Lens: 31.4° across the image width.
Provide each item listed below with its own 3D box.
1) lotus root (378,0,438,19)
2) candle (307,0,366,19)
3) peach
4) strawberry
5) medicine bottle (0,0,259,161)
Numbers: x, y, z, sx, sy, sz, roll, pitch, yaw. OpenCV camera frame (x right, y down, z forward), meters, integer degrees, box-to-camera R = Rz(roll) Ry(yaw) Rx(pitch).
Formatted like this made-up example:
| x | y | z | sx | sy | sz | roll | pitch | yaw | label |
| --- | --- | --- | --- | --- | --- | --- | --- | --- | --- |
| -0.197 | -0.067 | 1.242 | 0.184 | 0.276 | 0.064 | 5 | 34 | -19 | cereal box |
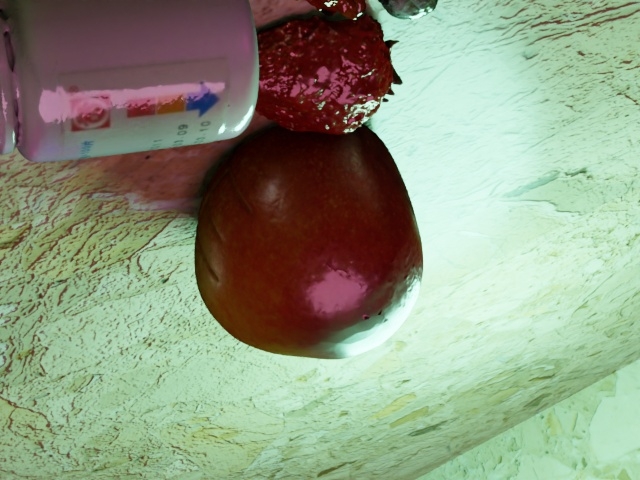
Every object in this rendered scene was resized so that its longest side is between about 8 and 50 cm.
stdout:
| x | y | z | sx | sy | sz | roll | pitch | yaw | label |
| --- | --- | --- | --- | --- | --- | --- | --- | --- | --- |
| 0.182 | -0.285 | 0.845 | 0.350 | 0.175 | 0.175 | -23 | 153 | 11 | lotus root |
| -0.062 | -0.243 | 0.880 | 0.302 | 0.084 | 0.059 | 24 | 99 | -45 | candle |
| 0.000 | 0.000 | 1.240 | 0.249 | 0.245 | 0.274 | -35 | 154 | -38 | peach |
| -0.007 | -0.153 | 1.074 | 0.187 | 0.082 | 0.146 | 2 | 139 | -28 | strawberry |
| -0.187 | -0.139 | 0.886 | 0.255 | 0.152 | 0.152 | -9 | 151 | -19 | medicine bottle |
